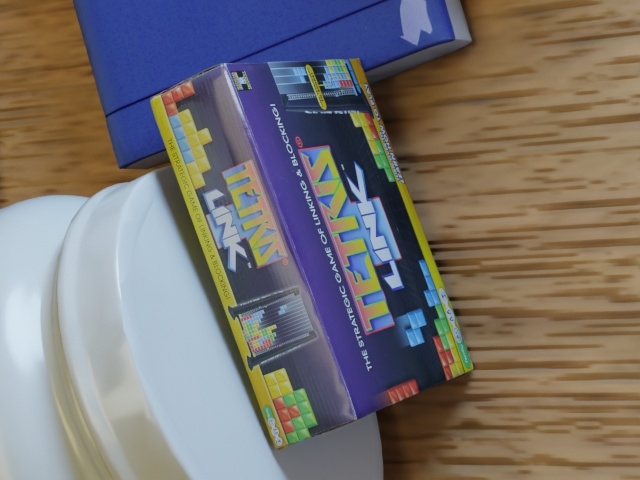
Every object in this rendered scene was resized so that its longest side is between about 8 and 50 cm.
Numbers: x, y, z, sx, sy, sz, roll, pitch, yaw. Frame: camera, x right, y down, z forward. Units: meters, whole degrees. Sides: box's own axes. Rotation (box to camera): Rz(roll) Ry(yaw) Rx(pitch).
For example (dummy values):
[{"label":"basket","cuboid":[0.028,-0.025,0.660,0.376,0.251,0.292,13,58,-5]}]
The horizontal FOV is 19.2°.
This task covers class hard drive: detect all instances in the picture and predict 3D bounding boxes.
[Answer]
[{"label":"hard drive","cuboid":[-0.059,-0.222,1.012,0.210,0.040,0.319,-19,83,27]}]

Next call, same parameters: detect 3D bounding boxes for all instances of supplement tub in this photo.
[{"label":"supplement tub","cuboid":[-0.161,0.123,0.933,0.331,0.241,0.241,-26,70,25]}]

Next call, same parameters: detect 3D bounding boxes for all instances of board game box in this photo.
[{"label":"board game box","cuboid":[0.000,0.000,0.892,0.048,0.141,0.170,-22,86,26]}]
